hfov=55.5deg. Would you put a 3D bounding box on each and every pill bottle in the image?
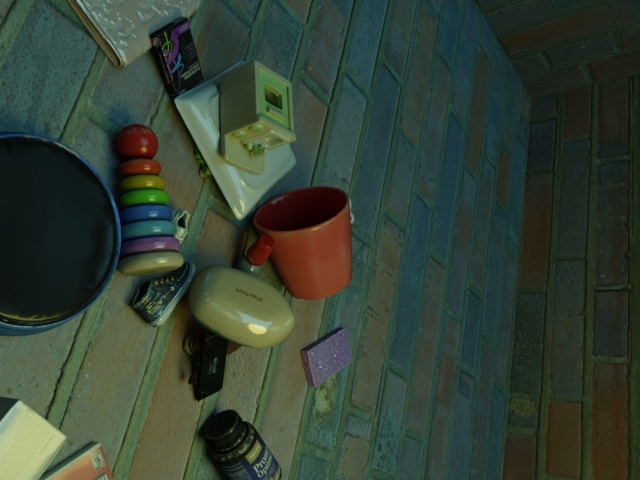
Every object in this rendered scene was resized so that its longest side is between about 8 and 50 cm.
[{"bbox_3d":[-0.193,0.526,1.499,0.123,0.122,0.219,-52,125,-42],"label":"pill bottle"}]

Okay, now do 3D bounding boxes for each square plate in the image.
[{"bbox_3d":[-0.200,-0.283,1.634,0.344,0.049,0.347,64,35,-20],"label":"square plate"}]

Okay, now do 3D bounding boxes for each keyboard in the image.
[{"bbox_3d":[-0.271,0.300,1.454,0.108,0.023,0.180,-17,124,-49],"label":"keyboard"}]

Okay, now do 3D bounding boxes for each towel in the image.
[{"bbox_3d":[-0.447,-0.608,1.391,0.317,0.053,0.332,58,45,-29],"label":"towel"}]

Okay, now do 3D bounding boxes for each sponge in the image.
[{"bbox_3d":[0.023,0.357,1.878,0.210,0.031,0.117,-22,102,-51],"label":"sponge"}]

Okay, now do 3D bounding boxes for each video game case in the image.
[{"bbox_3d":[-0.478,0.578,1.202,0.204,0.025,0.285,-29,108,-50],"label":"video game case"}]

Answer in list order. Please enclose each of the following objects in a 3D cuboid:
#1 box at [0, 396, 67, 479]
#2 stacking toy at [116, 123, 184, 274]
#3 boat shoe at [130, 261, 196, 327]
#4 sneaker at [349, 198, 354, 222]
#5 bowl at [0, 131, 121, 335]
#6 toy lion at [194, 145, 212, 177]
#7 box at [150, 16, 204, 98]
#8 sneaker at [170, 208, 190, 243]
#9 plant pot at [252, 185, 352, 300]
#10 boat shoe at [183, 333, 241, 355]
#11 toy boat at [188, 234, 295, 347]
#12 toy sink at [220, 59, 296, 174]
[{"bbox_3d":[-0.556,0.362,1.003,0.119,0.181,0.182,56,45,-31],"label":"box"},{"bbox_3d":[-0.393,-0.094,1.342,0.141,0.141,0.330,-1,78,-52],"label":"stacking toy"},{"bbox_3d":[-0.357,0.103,1.395,0.083,0.065,0.183,53,47,-33],"label":"boat shoe"},{"bbox_3d":[0.080,-0.101,2.011,0.043,0.040,0.109,-33,110,-47],"label":"sneaker"},{"bbox_3d":[-0.552,-0.016,1.150,0.391,0.077,0.391,11,77,-52],"label":"bowl"},{"bbox_3d":[-0.280,-0.209,1.571,0.100,0.034,0.096,5,73,-52],"label":"toy lion"},{"bbox_3d":[-0.344,-0.443,1.479,0.116,0.029,0.162,-54,146,-41],"label":"box"},{"bbox_3d":[-0.347,-0.007,1.427,0.053,0.061,0.152,27,65,-49],"label":"sneaker"},{"bbox_3d":[-0.029,0.015,1.692,0.275,0.274,0.243,-45,130,-46],"label":"plant pot"},{"bbox_3d":[-0.254,0.258,1.509,0.178,0.060,0.064,8,79,-52],"label":"boat shoe"},{"bbox_3d":[-0.183,0.129,1.492,0.267,0.148,0.318,28,39,-15],"label":"toy boat"},{"bbox_3d":[-0.155,-0.306,1.543,0.152,0.131,0.234,18,65,-52],"label":"toy sink"}]
